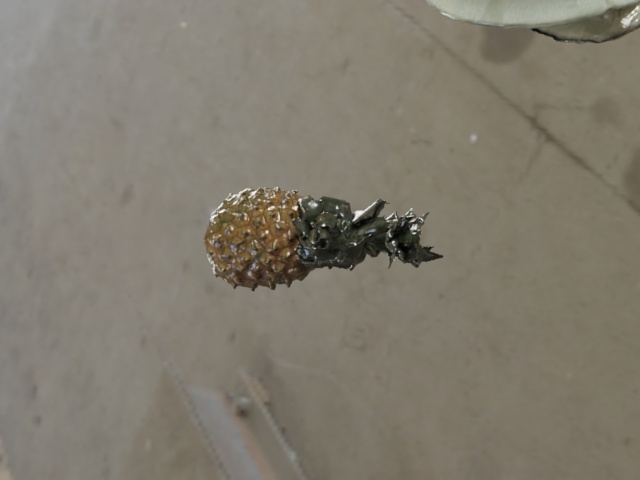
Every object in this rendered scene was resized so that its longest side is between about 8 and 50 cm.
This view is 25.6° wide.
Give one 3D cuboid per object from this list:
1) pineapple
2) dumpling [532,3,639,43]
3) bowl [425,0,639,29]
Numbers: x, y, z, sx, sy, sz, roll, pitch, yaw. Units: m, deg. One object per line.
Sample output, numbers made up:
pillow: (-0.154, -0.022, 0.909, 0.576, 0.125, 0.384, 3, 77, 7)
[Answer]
pineapple: (0.000, 0.000, 1.468, 0.251, 0.125, 0.125, 2, 79, 33)
dumpling: (0.343, -0.356, 1.954, 0.172, 0.247, 0.142, -51, -13, -12)
bowl: (0.275, -0.447, 1.593, 0.435, 0.196, 0.435, -16, 40, 14)
